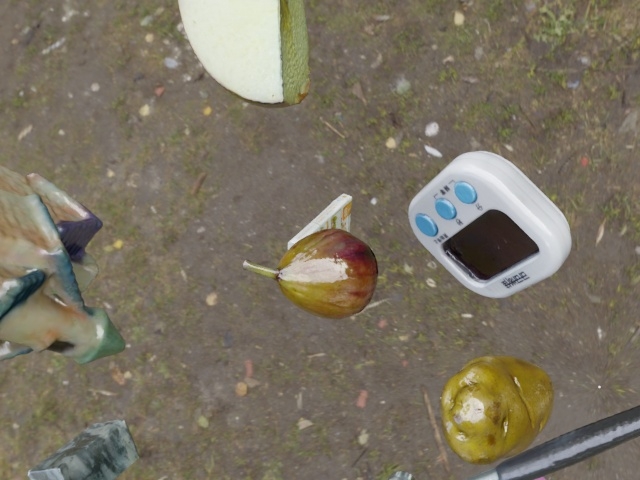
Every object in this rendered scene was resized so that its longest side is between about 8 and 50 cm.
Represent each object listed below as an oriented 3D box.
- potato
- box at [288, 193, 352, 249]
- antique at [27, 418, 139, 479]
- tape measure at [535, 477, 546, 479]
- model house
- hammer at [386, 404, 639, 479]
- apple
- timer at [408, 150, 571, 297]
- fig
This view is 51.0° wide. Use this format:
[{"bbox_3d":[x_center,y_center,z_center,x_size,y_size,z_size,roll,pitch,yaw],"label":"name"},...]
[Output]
[{"bbox_3d":[0.377,0.346,1.413,0.196,0.369,0.176,56,127,29],"label":"potato"},{"bbox_3d":[0.001,0.000,1.417,0.032,0.220,0.122,20,128,24],"label":"box"},{"bbox_3d":[-0.422,0.404,1.222,0.088,0.183,0.086,-15,99,28],"label":"antique"},{"bbox_3d":[0.380,0.484,1.247,0.074,0.125,0.118,-14,34,-15],"label":"tape measure"},{"bbox_3d":[-0.403,0.046,0.833,0.245,0.280,0.312,-51,49,7],"label":"model house"},{"bbox_3d":[0.128,0.144,0.418,0.246,0.103,0.029,-33,88,26],"label":"hammer"},{"bbox_3d":[-0.104,-0.368,1.100,0.179,0.254,0.346,-16,79,60],"label":"apple"},{"bbox_3d":[0.276,-0.023,1.116,0.237,0.262,0.087,44,62,1],"label":"timer"},{"bbox_3d":[-0.010,0.032,0.611,0.088,0.125,0.089,6,98,50],"label":"fig"}]
